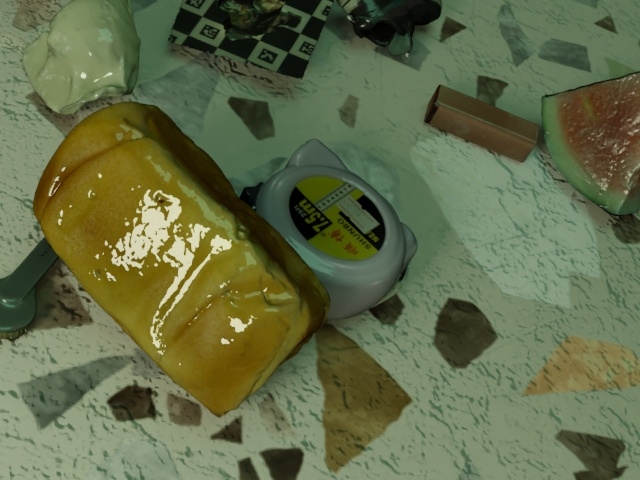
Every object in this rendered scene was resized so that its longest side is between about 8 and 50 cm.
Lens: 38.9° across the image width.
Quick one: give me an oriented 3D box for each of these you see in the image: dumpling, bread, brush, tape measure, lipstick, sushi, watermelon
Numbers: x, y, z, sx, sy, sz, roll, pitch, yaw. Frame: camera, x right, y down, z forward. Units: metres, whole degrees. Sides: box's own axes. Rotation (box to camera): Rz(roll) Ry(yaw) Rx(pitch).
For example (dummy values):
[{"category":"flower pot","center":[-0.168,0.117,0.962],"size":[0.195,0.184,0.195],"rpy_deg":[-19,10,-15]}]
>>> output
[{"category":"dumpling","center":[-0.277,-0.220,1.043],"size":[0.134,0.100,0.169],"rpy_deg":[-12,81,12]},{"category":"bread","center":[-0.137,0.018,0.867],"size":[0.294,0.167,0.132],"rpy_deg":[48,14,10]},{"category":"brush","center":[-0.265,-0.002,0.931],"size":[0.062,0.027,0.266],"rpy_deg":[29,48,0]},{"category":"tape measure","center":[-0.004,0.000,0.982],"size":[0.196,0.105,0.178],"rpy_deg":[47,47,12]},{"category":"lipstick","center":[0.213,-0.154,1.202],"size":[0.145,0.045,0.045],"rpy_deg":[22,49,-4]},{"category":"sushi","center":[-0.086,-0.292,1.189],"size":[0.192,0.040,0.210],"rpy_deg":[16,55,-1]},{"category":"watermelon","center":[0.404,-0.154,1.217],"size":[0.207,0.202,0.136],"rpy_deg":[44,14,9]}]

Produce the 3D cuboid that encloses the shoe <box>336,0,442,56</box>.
[{"category":"shoe","center":[0.103,-0.300,1.253],"size":[0.169,0.071,0.099],"rpy_deg":[-3,73,-34]}]
